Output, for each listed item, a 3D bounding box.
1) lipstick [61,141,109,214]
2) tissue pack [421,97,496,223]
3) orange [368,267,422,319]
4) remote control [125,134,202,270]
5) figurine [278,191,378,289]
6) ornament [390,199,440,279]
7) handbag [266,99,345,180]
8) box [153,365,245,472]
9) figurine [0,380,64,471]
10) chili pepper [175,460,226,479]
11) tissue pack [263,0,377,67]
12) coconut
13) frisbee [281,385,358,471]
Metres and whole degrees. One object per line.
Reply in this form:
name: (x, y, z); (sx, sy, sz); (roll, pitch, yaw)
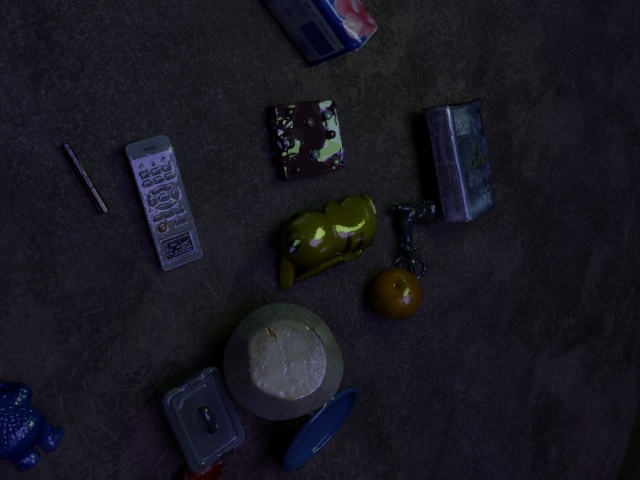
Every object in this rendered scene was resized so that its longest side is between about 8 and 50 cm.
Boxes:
lipstick: (-0.532, -0.139, 1.669); (0.027, 0.027, 0.176); (-38, 111, -30)
tissue pack: (0.436, -0.248, 2.290); (0.259, 0.122, 0.361); (-24, 106, -53)
orange: (0.217, 0.159, 2.155); (0.159, 0.159, 0.136); (-57, 164, -22)
remote control: (-0.377, -0.090, 1.771); (0.109, 0.055, 0.313); (-22, 108, -28)
figurine: (0.006, -0.002, 1.988); (0.327, 0.218, 0.169); (-16, 59, -28)
ornament: (0.299, -0.001, 2.253); (0.202, 0.080, 0.236); (-8, 93, -41)
handbag: (-0.039, -0.275, 2.002); (0.216, 0.074, 0.203); (-14, 98, -35)
box: (-0.295, 0.424, 1.786); (0.162, 0.130, 0.227); (-30, 108, -33)
figurine: (-0.657, 0.368, 1.523); (0.262, 0.121, 0.164); (38, 73, -28)
chili pepper: (-0.298, 0.575, 1.824); (0.123, 0.073, 0.070); (-32, 67, -34)
tissue pack: (-0.009, -0.614, 1.943); (0.269, 0.209, 0.137); (48, 55, -25)
coconut: (-0.099, 0.303, 1.844); (0.323, 0.323, 0.323); (0, 91, -36)
frisbee: (-0.010, 0.490, 1.968); (0.289, 0.049, 0.289); (-40, 154, -24)
